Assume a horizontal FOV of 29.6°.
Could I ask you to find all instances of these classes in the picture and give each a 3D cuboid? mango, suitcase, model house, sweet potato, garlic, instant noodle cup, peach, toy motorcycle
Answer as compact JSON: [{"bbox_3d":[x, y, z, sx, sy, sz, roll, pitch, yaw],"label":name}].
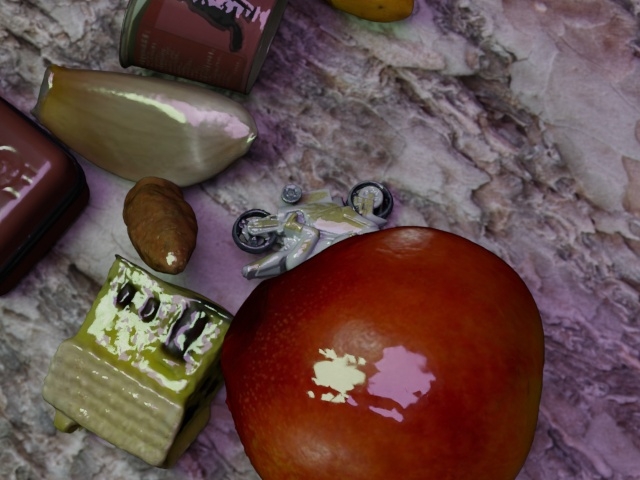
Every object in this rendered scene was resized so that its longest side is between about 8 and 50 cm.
[{"bbox_3d":[0.030,-0.393,1.698,0.252,0.154,0.126,39,105,12],"label":"mango"},{"bbox_3d":[-0.480,-0.089,1.624,0.297,0.161,0.236,38,79,14],"label":"suitcase"},{"bbox_3d":[-0.220,0.166,1.543,0.193,0.175,0.234,28,86,10],"label":"model house"},{"bbox_3d":[-0.203,-0.017,1.557,0.097,0.251,0.097,-5,109,-14],"label":"sweet potato"},{"bbox_3d":[-0.240,-0.156,1.653,0.318,0.112,0.143,12,113,2],"label":"garlic"},{"bbox_3d":[-0.151,-0.312,1.653,0.178,0.235,0.234,22,75,-1],"label":"instant noodle cup"},{"bbox_3d":[0.072,0.165,1.415,0.388,0.388,0.388,-1,73,3],"label":"peach"},{"bbox_3d":[0.000,0.000,1.618,0.229,0.074,0.151,-14,67,-11],"label":"toy motorcycle"}]
